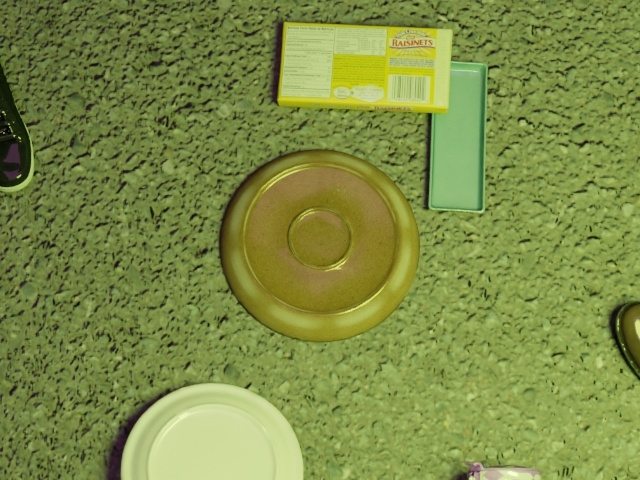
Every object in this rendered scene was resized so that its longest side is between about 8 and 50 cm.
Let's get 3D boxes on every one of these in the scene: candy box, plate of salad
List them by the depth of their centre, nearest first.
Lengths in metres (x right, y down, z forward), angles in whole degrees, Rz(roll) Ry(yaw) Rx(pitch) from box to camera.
[{"bbox_3d":[-0.119,0.255,1.441,0.200,0.048,0.199,3,64,-6],"label":"plate of salad"},{"bbox_3d":[0.054,-0.208,1.582,0.206,0.027,0.105,3,72,4],"label":"candy box"}]

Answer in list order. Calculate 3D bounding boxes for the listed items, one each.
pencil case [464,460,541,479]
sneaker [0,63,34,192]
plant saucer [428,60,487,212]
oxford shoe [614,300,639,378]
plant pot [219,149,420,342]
[{"bbox_3d":[0.195,0.338,1.408,0.088,0.086,0.206,13,69,-34],"label":"pencil case"},{"bbox_3d":[-0.397,-0.167,1.511,0.079,0.121,0.216,-20,76,-7],"label":"sneaker"},{"bbox_3d":[0.165,-0.124,1.576,0.067,0.018,0.192,4,75,-1],"label":"plant saucer"},{"bbox_3d":[0.423,0.152,1.469,0.083,0.096,0.227,-40,78,-10],"label":"oxford shoe"},{"bbox_3d":[0.000,0.000,1.527,0.236,0.032,0.236,1,73,-2],"label":"plant pot"}]
